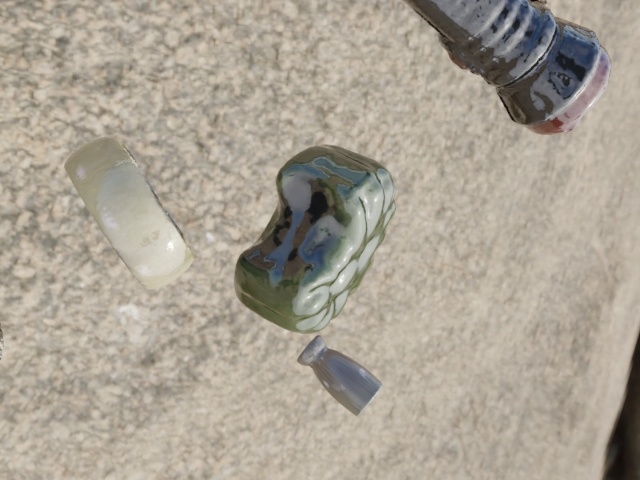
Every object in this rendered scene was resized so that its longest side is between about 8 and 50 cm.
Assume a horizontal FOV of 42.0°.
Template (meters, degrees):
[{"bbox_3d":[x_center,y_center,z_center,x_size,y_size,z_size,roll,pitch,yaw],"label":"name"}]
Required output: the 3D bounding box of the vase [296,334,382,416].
[{"bbox_3d":[0.022,0.160,1.005,0.053,0.100,0.053,-49,172,-10],"label":"vase"}]

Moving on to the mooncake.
[{"bbox_3d":[0.000,0.000,1.520,0.351,0.187,0.351,-58,165,-25],"label":"mooncake"}]

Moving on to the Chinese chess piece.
[{"bbox_3d":[-0.293,-0.044,1.294,0.103,0.250,0.250,-34,132,-9],"label":"Chinese chess piece"}]

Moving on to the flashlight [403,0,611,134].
[{"bbox_3d":[0.109,-0.170,0.612,0.232,0.093,0.093,32,76,-21],"label":"flashlight"}]

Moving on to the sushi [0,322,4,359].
[{"bbox_3d":[-0.569,0.184,1.316,0.150,0.078,0.090,-44,129,1],"label":"sushi"}]

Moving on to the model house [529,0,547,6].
[{"bbox_3d":[0.347,-0.492,1.439,0.220,0.199,0.229,-57,-177,-2],"label":"model house"}]
